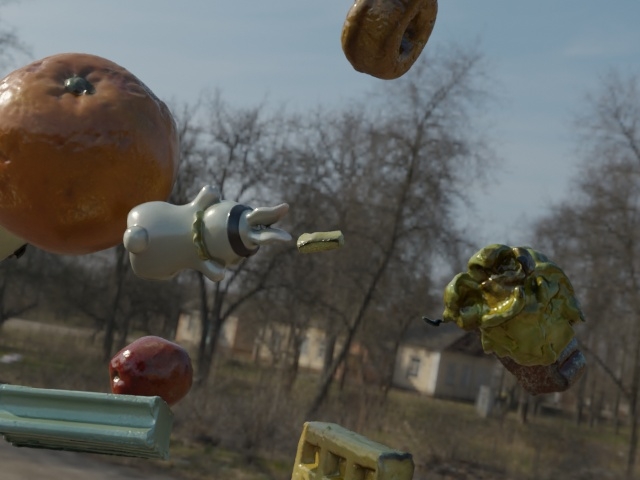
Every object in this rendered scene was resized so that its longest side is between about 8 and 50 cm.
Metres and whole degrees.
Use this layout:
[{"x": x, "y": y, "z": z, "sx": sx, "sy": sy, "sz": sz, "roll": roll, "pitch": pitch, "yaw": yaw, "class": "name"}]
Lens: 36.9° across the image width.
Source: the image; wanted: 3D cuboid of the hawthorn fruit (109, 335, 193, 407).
[{"x": -0.291, "y": 0.227, "z": 1.632, "sx": 0.133, "sy": 0.132, "sz": 0.138, "roll": 4, "pitch": 8, "yaw": 43, "class": "hawthorn fruit"}]

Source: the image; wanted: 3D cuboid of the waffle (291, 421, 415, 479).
[{"x": 0.020, "y": 0.356, "z": 1.165, "sx": 0.055, "sy": 0.247, "sz": 0.221, "roll": 12, "pitch": -6, "yaw": -26, "class": "waffle"}]

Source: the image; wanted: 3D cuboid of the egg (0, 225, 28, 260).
[{"x": -0.565, "y": -0.101, "z": 1.520, "sx": 0.286, "sy": 0.264, "sz": 0.174, "roll": -5, "pitch": -15, "yaw": 33, "class": "egg"}]

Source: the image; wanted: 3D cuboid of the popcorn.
[{"x": 0.258, "y": 0.091, "z": 1.297, "sx": 0.174, "sy": 0.168, "sz": 0.195, "roll": -13, "pitch": -8, "yaw": 32, "class": "popcorn"}]

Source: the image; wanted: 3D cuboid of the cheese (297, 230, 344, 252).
[{"x": 0.000, "y": 0.000, "z": 1.675, "sx": 0.083, "sy": 0.030, "sz": 0.044, "roll": -6, "pitch": 27, "yaw": 16, "class": "cheese"}]

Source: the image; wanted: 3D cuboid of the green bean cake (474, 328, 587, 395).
[{"x": 0.401, "y": 0.191, "z": 1.889, "sx": 0.097, "sy": 0.232, "sz": 0.198, "roll": -36, "pitch": 4, "yaw": -32, "class": "green bean cake"}]

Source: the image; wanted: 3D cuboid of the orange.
[{"x": -0.309, "y": -0.109, "z": 1.222, "sx": 0.261, "sy": 0.261, "sz": 0.261, "roll": 10, "pitch": -7, "yaw": 1, "class": "orange"}]

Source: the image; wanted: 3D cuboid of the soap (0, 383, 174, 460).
[{"x": -0.285, "y": 0.220, "z": 1.162, "sx": 0.198, "sy": 0.063, "sz": 0.114, "roll": 5, "pitch": -23, "yaw": 3, "class": "soap"}]

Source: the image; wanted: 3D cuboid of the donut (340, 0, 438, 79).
[{"x": 0.137, "y": -0.421, "z": 1.863, "sx": 0.114, "sy": 0.226, "sz": 0.226, "roll": 31, "pitch": 1, "yaw": 20, "class": "donut"}]

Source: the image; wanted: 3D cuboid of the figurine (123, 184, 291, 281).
[{"x": -0.095, "y": -0.012, "z": 0.861, "sx": 0.146, "sy": 0.081, "sz": 0.098, "roll": -8, "pitch": 14, "yaw": 4, "class": "figurine"}]
